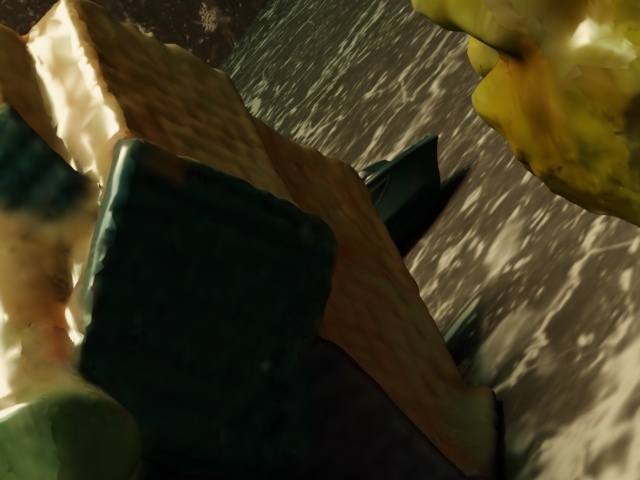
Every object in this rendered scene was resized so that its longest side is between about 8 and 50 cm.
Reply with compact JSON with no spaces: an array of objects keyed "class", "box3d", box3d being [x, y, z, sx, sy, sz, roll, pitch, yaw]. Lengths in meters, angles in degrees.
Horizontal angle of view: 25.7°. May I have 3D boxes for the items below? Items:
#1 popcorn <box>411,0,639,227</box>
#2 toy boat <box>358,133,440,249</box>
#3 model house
[{"class":"popcorn","box3d":[0.182,-0.116,0.569,0.225,0.276,0.276,-14,-8,-32]},{"class":"toy boat","box3d":[0.000,0.000,1.091,0.246,0.103,0.093,-41,-9,14]},{"class":"model house","box3d":[-0.077,0.079,0.692,0.245,0.312,0.280,-41,52,21]}]
